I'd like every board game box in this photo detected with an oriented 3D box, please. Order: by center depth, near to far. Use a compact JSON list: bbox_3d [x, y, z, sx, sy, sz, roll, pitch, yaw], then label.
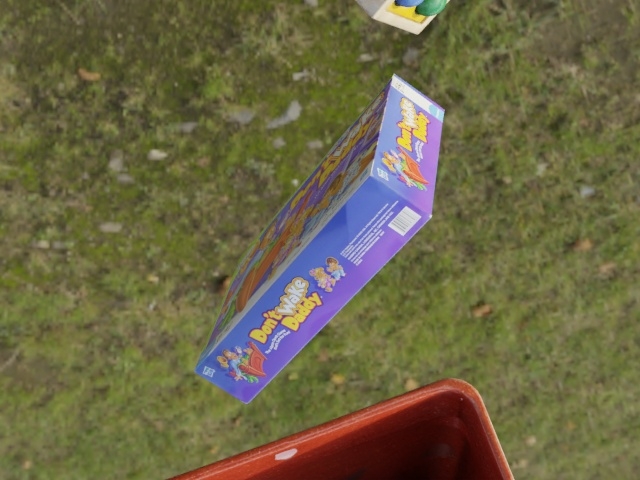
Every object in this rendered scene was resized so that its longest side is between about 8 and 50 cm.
[{"bbox_3d":[0.000,0.000,1.127,0.078,0.233,0.347,34,123,-12],"label":"board game box"}]

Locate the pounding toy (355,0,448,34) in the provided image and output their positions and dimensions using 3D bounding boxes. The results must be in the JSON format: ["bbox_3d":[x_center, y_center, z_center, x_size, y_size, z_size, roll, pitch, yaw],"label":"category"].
[{"bbox_3d":[0.095,-0.295,0.908,0.181,0.094,0.206,-46,165,21],"label":"pounding toy"}]

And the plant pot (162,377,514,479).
[{"bbox_3d":[0.013,0.277,0.598,0.268,0.267,0.235,-19,156,-2],"label":"plant pot"}]
